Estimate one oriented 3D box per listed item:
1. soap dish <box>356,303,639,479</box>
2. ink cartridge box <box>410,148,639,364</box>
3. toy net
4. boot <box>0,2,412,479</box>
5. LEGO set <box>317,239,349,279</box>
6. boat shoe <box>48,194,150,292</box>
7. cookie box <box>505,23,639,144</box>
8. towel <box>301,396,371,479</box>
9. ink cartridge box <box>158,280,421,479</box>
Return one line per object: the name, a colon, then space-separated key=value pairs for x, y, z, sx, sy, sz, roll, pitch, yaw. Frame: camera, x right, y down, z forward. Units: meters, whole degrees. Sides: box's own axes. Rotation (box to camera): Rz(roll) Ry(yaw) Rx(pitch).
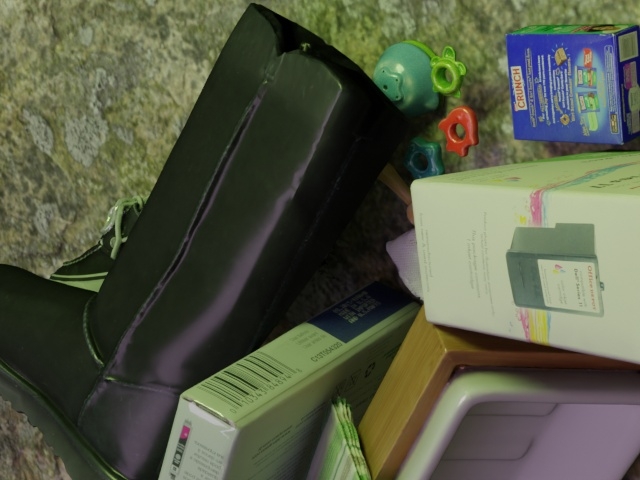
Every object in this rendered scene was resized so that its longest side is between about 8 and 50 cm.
soap dish: x=0.137 y=0.178 z=1.419 sx=0.291 sy=0.229 sz=0.118 roll=-65 pitch=34 yaw=35
ink cartridge box: x=0.246 y=0.005 z=1.193 sx=0.353 sy=0.207 sz=0.119 roll=8 pitch=106 yaw=59
toy net: x=0.103 y=-0.060 z=1.490 sx=0.122 sy=0.045 sz=0.232 roll=4 pitch=109 yaw=41
boot: x=-0.149 y=-0.023 z=1.555 sx=0.367 sy=0.146 sz=0.445 roll=40 pitch=112 yaw=33
LEGO set: x=-0.002 y=-0.001 z=1.622 sx=0.054 sy=0.023 sz=0.083 roll=-28 pitch=85 yaw=46
boat shoe: x=-0.170 y=0.001 z=1.724 sx=0.306 sy=0.113 sz=0.105 roll=-12 pitch=90 yaw=43
cookie box: x=0.206 y=-0.128 z=1.365 sx=0.107 sy=0.040 sz=0.092 roll=7 pitch=109 yaw=42
towel: x=0.014 y=0.214 z=1.401 sx=0.152 sy=0.023 sz=0.113 roll=-110 pitch=35 yaw=-63
ink cartridge box: x=-0.051 y=0.228 z=1.515 sx=0.071 sy=0.324 sz=0.330 roll=29 pitch=118 yaw=20
